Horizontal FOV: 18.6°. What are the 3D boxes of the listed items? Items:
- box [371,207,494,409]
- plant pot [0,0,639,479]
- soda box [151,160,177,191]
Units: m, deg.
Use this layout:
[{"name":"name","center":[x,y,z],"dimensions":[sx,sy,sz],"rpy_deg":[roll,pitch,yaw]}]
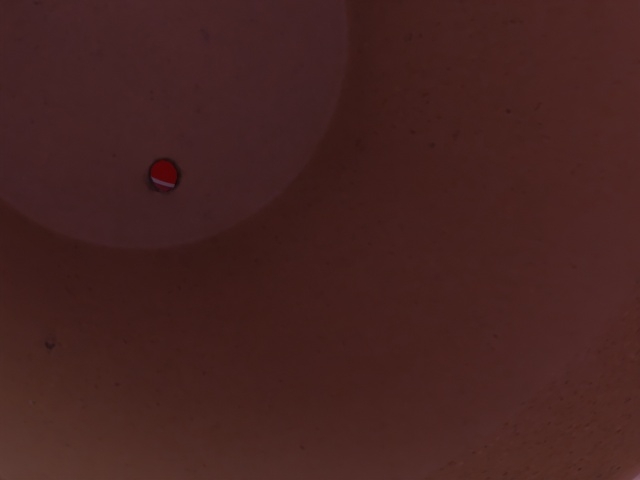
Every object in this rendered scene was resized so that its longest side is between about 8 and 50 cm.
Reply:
[{"name":"box","center":[0.050,0.085,0.602],"dimensions":[0.113,0.094,0.275],"rpy_deg":[30,21,-34]},{"name":"plant pot","center":[-0.029,-0.061,0.520],"dimensions":[0.284,0.284,0.191],"rpy_deg":[42,-9,-16]},{"name":"soda box","center":[-0.070,-0.096,0.680],"dimensions":[0.263,0.083,0.092],"rpy_deg":[64,-2,-33]}]
